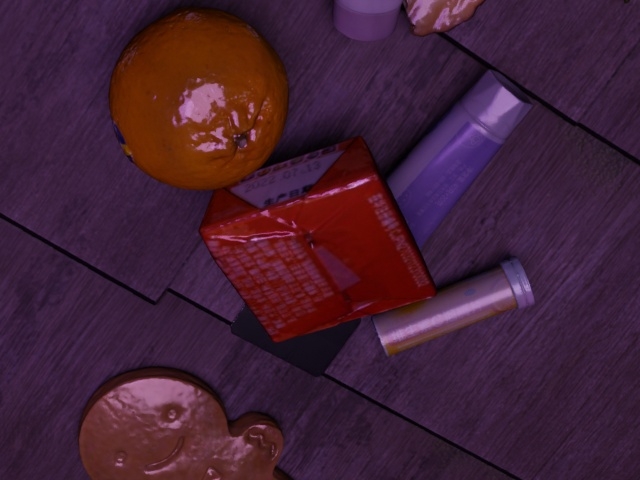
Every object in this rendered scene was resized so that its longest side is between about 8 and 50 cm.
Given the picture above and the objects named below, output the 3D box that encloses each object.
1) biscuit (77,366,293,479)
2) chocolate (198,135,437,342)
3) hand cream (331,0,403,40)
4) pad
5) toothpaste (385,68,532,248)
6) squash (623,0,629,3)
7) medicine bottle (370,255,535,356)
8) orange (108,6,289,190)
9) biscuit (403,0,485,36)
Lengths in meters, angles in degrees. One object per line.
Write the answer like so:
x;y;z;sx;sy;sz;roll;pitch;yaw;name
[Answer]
-0.185;0.324;1.710;0.275;0.052;0.355;-36;115;6;biscuit
0.000;0.000;1.515;0.234;0.108;0.237;-18;133;14;chocolate
0.070;-0.351;1.394;0.133;0.083;0.248;-10;140;-15;hand cream
-0.034;0.116;1.672;0.157;0.003;0.112;30;105;-21;pad
0.128;-0.061;1.589;0.125;0.080;0.371;31;111;-22;toothpaste
0.324;-0.355;1.497;0.224;0.094;0.094;25;107;-27;squash
0.181;0.094;1.665;0.218;0.074;0.074;-22;115;2;medicine bottle
-0.142;-0.166;1.435;0.219;0.193;0.219;-6;104;-23;orange
0.156;-0.340;1.477;0.118;0.061;0.183;-1;115;-12;biscuit
